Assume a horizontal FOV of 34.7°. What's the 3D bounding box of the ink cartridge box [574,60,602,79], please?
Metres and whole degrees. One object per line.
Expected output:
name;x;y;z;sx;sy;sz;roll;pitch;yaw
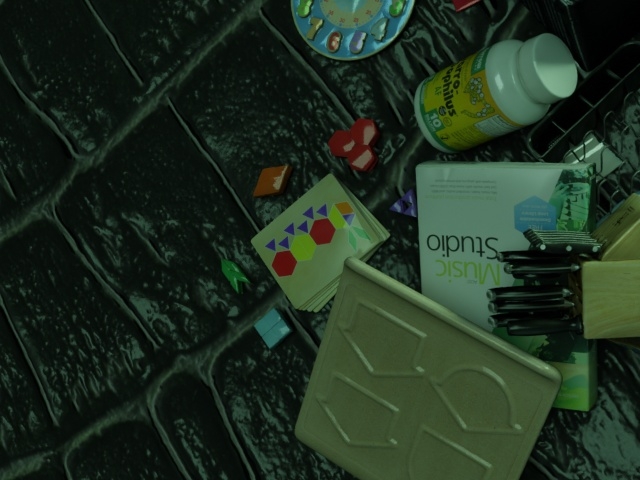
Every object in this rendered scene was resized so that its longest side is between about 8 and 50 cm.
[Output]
ink cartridge box;0.366;-0.263;1.415;0.048;0.028;0.083;-35;73;14

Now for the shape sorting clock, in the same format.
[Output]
shape sorting clock;0.048;-0.376;1.553;0.206;0.040;0.206;-3;83;23

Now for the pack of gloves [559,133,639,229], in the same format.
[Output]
pack of gloves;0.331;-0.017;1.379;0.232;0.046;0.195;-46;60;11

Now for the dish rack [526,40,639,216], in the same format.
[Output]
dish rack;0.429;-0.105;1.319;0.208;0.074;0.271;-44;61;2

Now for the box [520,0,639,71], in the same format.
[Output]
box;0.361;-0.566;1.293;0.480;0.297;0.472;-40;73;10

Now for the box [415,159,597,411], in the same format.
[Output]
box;0.246;0.056;1.354;0.232;0.058;0.322;3;105;30

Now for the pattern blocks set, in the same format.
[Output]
pattern blocks set;0.000;0.000;1.542;0.324;0.026;0.285;-32;73;17

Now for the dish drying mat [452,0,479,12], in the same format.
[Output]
dish drying mat;0.231;-0.364;1.493;0.083;0.008;0.032;-25;75;20

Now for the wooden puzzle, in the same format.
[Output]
wooden puzzle;0.139;0.219;1.387;0.322;0.080;0.348;29;125;23

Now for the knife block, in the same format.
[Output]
knife block;0.351;0.077;1.235;0.275;0.088;0.242;41;101;-7

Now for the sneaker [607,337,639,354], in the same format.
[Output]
sneaker;0.428;0.128;1.328;0.064;0.086;0.192;-56;37;-2

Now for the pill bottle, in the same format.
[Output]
pill bottle;0.234;-0.199;1.373;0.208;0.117;0.118;-19;76;50
